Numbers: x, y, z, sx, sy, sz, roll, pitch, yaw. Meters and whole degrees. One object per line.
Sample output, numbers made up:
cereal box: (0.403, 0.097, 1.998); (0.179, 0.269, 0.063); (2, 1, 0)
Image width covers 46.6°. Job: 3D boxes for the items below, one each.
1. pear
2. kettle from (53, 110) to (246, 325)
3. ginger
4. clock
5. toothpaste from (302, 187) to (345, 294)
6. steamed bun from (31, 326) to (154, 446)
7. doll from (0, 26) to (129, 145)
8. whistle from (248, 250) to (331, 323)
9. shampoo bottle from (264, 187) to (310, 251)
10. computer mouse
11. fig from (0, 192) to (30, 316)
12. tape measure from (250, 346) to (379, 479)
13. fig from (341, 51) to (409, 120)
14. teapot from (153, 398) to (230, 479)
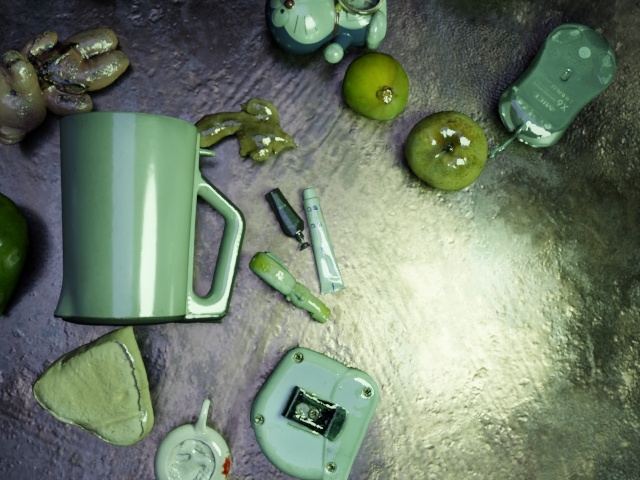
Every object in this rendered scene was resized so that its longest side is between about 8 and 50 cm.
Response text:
pear: (0.256, -0.180, 1.504); (0.167, 0.136, 0.167); (0, 86, -1)
kettle: (-0.315, -0.030, 1.416); (0.361, 0.250, 0.377); (3, 86, -33)
ginger: (-0.162, -0.214, 1.511); (0.214, 0.059, 0.133); (-18, 82, -8)
clock: (0.008, -0.453, 1.509); (0.243, 0.146, 0.200); (0, 79, -9)
toothpaste: (0.000, 0.000, 1.518); (0.052, 0.033, 0.218); (-14, 88, -6)
steamed bun: (-0.404, 0.288, 1.418); (0.231, 0.110, 0.213); (-26, 100, 13)
doll: (-0.530, -0.334, 1.449); (0.303, 0.156, 0.201); (-31, 81, -12)
whistle: (-0.056, 0.091, 1.477); (0.198, 0.104, 0.057); (38, 85, -14)
shampoo bottle: (-0.065, -0.043, 1.518); (0.048, 0.027, 0.137); (-32, 88, -16)
computer mouse: (0.464, -0.298, 1.554); (0.167, 0.090, 0.379); (44, 80, 2)
fig: (-0.640, 0.026, 1.405); (0.195, 0.195, 0.245); (-17, 121, -6)
tape measure: (-0.011, 0.345, 1.434); (0.246, 0.125, 0.243); (23, 82, -3)
fig: (0.115, -0.312, 1.519); (0.136, 0.121, 0.153); (-36, 65, -2)
teapot: (-0.243, 0.415, 1.424); (0.145, 0.092, 0.226); (11, 82, -6)
